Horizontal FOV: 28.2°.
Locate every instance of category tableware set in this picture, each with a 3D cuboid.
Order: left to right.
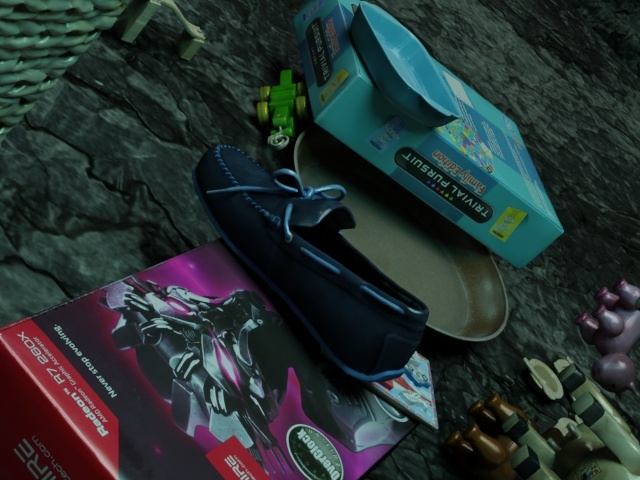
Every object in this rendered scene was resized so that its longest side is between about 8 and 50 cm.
[{"bbox_3d":[0.300,0.194,1.480,0.168,0.020,0.141,0,50,-53],"label":"tableware set"}]

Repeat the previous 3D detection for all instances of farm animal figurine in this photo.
[{"bbox_3d":[0.270,0.179,1.123,0.172,0.330,0.327,46,26,-3],"label":"farm animal figurine"}]

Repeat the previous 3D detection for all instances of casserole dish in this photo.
[{"bbox_3d":[0.088,-0.190,1.401,0.114,0.037,0.188,26,30,-40],"label":"casserole dish"}]

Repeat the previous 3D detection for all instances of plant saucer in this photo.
[{"bbox_3d":[0.080,0.000,1.417,0.310,0.050,0.311,34,28,-21],"label":"plant saucer"}]

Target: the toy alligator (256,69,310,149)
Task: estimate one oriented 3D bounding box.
[{"bbox_3d":[-0.040,-0.132,1.437,0.190,0.056,0.051,-87,168,-57],"label":"toy alligator"}]

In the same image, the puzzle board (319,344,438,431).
[{"bbox_3d":[0.050,0.098,1.085,0.128,0.011,0.096,36,25,-20],"label":"puzzle board"}]

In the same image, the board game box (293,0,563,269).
[{"bbox_3d":[0.125,-0.141,1.536,0.336,0.079,0.254,33,25,-27],"label":"board game box"}]

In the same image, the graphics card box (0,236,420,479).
[{"bbox_3d":[-0.084,0.130,0.960,0.233,0.094,0.371,48,26,9],"label":"graphics card box"}]

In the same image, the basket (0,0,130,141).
[{"bbox_3d":[-0.311,-0.220,0.780,0.328,0.266,0.331,55,20,4],"label":"basket"}]

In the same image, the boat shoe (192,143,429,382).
[{"bbox_3d":[0.000,0.000,1.054,0.258,0.089,0.109,45,28,19],"label":"boat shoe"}]

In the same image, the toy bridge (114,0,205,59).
[{"bbox_3d":[-0.195,-0.242,1.359,0.188,0.063,0.026,11,42,-48],"label":"toy bridge"}]
